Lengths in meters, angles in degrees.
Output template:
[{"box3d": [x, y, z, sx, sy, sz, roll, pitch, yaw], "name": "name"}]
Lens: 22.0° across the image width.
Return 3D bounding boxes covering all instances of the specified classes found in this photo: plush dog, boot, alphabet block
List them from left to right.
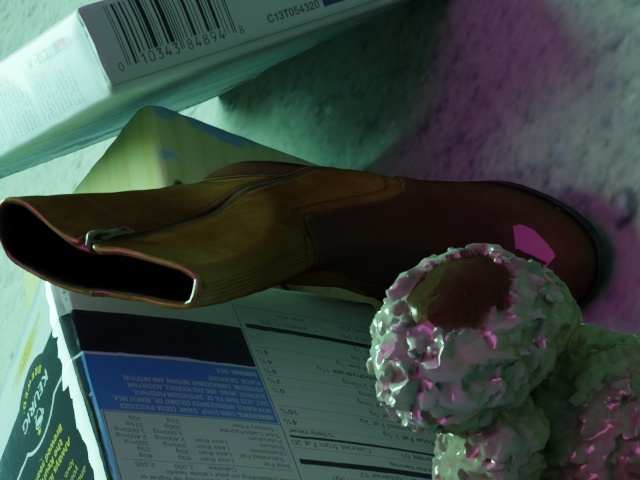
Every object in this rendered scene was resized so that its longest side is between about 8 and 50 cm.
[{"box3d": [-0.086, 0.054, 1.179, 0.193, 0.192, 0.197, -49, 39, 33], "name": "alphabet block"}, {"box3d": [0.000, 0.000, 0.945, 0.264, 0.280, 0.096, 20, 103, 26], "name": "boot"}, {"box3d": [0.129, 0.154, 0.815, 0.210, 0.262, 0.225, 101, -175, -67], "name": "plush dog"}]

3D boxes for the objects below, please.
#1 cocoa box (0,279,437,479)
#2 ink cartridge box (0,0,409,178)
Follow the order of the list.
[{"box3d": [-0.092, 0.223, 1.002, 0.347, 0.231, 0.228, -66, 30, 28], "name": "cocoa box"}, {"box3d": [-0.120, -0.136, 1.231, 0.330, 0.324, 0.071, -17, 96, 51], "name": "ink cartridge box"}]
